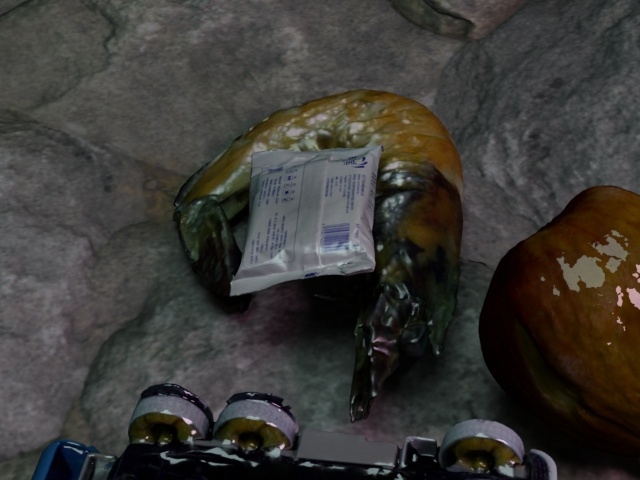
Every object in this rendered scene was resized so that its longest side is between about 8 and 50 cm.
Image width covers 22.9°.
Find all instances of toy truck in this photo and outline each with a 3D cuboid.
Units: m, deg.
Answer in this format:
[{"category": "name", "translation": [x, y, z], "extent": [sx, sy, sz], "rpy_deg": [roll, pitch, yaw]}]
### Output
[{"category": "toy truck", "translation": [-0.027, 0.209, 1.068], "extent": [0.367, 0.175, 0.146], "rpy_deg": [4, 43, 11]}]

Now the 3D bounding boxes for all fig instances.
[{"category": "fig", "translation": [0.237, 0.093, 1.170], "extent": [0.190, 0.191, 0.290], "rpy_deg": [-20, 47, -16]}]

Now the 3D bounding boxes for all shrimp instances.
[{"category": "shrimp", "translation": [0.000, 0.000, 1.383], "extent": [0.272, 0.085, 0.445], "rpy_deg": [-10, 38, 3]}]

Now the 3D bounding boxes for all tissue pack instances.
[{"category": "tissue pack", "translation": [-0.009, -0.025, 1.341], "extent": [0.122, 0.026, 0.193], "rpy_deg": [-9, 36, 12]}]
